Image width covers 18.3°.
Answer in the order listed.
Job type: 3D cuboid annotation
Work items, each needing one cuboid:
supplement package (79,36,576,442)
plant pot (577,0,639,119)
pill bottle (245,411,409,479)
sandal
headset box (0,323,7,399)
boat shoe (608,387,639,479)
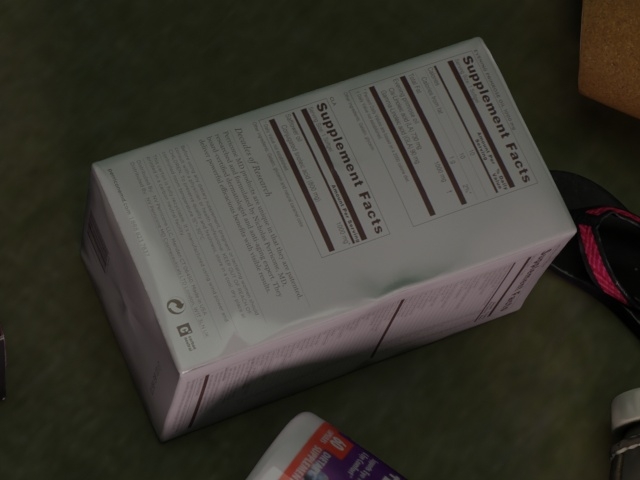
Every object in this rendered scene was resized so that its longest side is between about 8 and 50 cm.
[{"bbox_3d":[0.000,0.000,1.150,0.244,0.139,0.134,-19,73,-17],"label":"supplement package"},{"bbox_3d":[0.290,-0.144,1.228,0.254,0.237,0.237,4,66,9],"label":"plant pot"},{"bbox_3d":[0.039,0.190,1.094,0.193,0.108,0.108,34,67,6],"label":"pill bottle"},{"bbox_3d":[0.193,0.016,1.227,0.179,0.040,0.067,43,68,10],"label":"sandal"},{"bbox_3d":[-0.315,0.006,1.112,0.218,0.110,0.293,-19,71,-16],"label":"headset box"},{"bbox_3d":[0.318,0.151,1.158,0.305,0.109,0.091,7,67,0],"label":"boat shoe"}]
